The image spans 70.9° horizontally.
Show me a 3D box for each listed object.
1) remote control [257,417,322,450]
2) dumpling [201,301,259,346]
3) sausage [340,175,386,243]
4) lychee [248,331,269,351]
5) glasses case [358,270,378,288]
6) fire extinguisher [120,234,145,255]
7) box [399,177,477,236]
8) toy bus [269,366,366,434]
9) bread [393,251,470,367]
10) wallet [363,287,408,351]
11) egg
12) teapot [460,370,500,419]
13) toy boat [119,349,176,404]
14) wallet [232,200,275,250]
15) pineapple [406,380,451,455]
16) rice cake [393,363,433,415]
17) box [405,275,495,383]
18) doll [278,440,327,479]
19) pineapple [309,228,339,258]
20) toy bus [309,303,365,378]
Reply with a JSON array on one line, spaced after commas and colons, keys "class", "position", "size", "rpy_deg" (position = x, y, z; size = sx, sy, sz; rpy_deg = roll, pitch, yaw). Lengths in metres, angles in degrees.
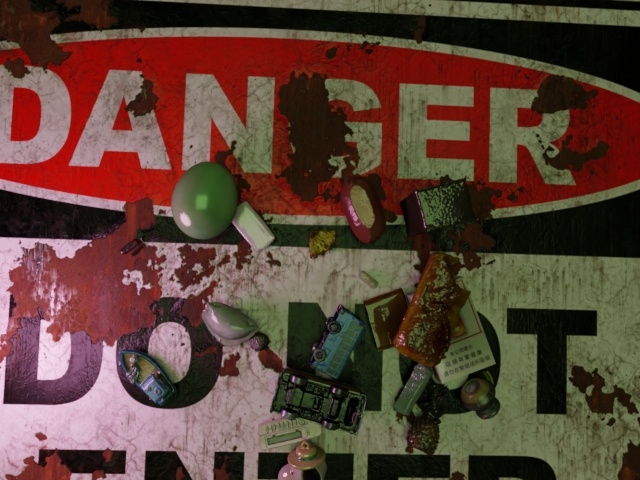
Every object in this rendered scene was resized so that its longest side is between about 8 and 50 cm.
[{"class": "remote control", "position": [-0.108, 0.677, 1.603], "size": [0.230, 0.049, 0.090], "rpy_deg": [-11, 77, -3]}, {"class": "dumpling", "position": [-0.321, 0.300, 1.597], "size": [0.216, 0.149, 0.105], "rpy_deg": [20, 55, 7]}, {"class": "sausage", "position": [0.152, -0.116, 1.613], "size": [0.148, 0.148, 0.255], "rpy_deg": [-24, 86, -3]}, {"class": "lychee", "position": [-0.220, 0.364, 1.611], "size": [0.083, 0.068, 0.067], "rpy_deg": [38, 45, 3]}, {"class": "glasses case", "position": [0.176, 0.144, 1.656], "size": [0.083, 0.021, 0.032], "rpy_deg": [39, 88, 0]}, {"class": "fire extinguisher", "position": [-0.671, 0.024, 1.622], "size": [0.100, 0.032, 0.046], "rpy_deg": [-34, 78, 3]}, {"class": "box", "position": [0.398, -0.107, 1.551], "size": [0.184, 0.273, 0.143], "rpy_deg": [-15, 88, -3]}, {"class": "toy bus", "position": [-0.008, 0.545, 1.551], "size": [0.305, 0.179, 0.143], "rpy_deg": [15, 85, -1]}, {"class": "bread", "position": [0.395, 0.233, 1.529], "size": [0.185, 0.109, 0.381], "rpy_deg": [24, 85, 0]}, {"class": "wallet", "position": [0.252, 0.291, 1.646], "size": [0.160, 0.042, 0.196], "rpy_deg": [-17, 86, -7]}, {"class": "egg", "position": [-0.396, -0.138, 1.546], "size": [0.220, 0.220, 0.270], "rpy_deg": [8, 84, -2]}, {"class": "teapot", "position": [0.582, 0.552, 1.614], "size": [0.119, 0.130, 0.166], "rpy_deg": [52, 54, -14]}, {"class": "toy boat", "position": [-0.616, 0.472, 1.572], "size": [0.109, 0.098, 0.238], "rpy_deg": [-44, 89, -7]}, {"class": "wallet", "position": [-0.250, -0.048, 1.642], "size": [0.095, 0.033, 0.190], "rpy_deg": [-38, 89, -2]}, {"class": "pineapple", "position": [0.396, 0.630, 1.610], "size": [0.125, 0.125, 0.252], "rpy_deg": [22, 76, -1]}, {"class": "rice cake", "position": [0.331, 0.536, 1.615], "size": [0.063, 0.069, 0.207], "rpy_deg": [29, 84, 35]}, {"class": "box", "position": [0.466, 0.318, 1.626], "size": [0.210, 0.095, 0.331], "rpy_deg": [-19, 87, -3]}, {"class": "doll", "position": [-0.016, 0.846, 1.571], "size": [0.271, 0.144, 0.208], "rpy_deg": [42, 107, 3]}, {"class": "pineapple", "position": [0.000, 0.000, 1.641], "size": [0.137, 0.069, 0.116], "rpy_deg": [-41, 84, -12]}, {"class": "toy bus", "position": [0.064, 0.357, 1.597], "size": [0.133, 0.116, 0.234], "rpy_deg": [28, 89, -1]}]
